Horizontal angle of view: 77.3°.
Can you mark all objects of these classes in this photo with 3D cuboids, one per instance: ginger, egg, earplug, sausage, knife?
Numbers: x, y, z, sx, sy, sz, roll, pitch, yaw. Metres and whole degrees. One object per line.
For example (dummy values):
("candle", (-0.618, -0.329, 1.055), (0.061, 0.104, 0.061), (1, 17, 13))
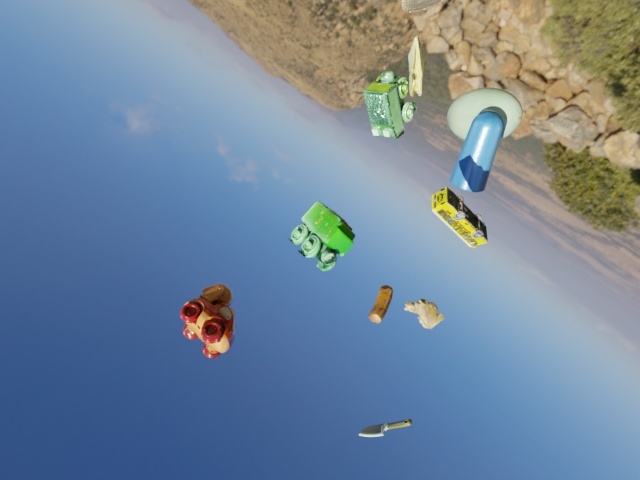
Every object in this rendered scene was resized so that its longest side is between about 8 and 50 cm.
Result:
("ginger", (0.575, 0.388, 2.206), (0.213, 0.137, 0.074), (43, -177, 3))
("egg", (0.621, -0.477, 1.530), (0.283, 0.202, 0.203), (23, -179, 44))
("earplug", (0.565, -0.323, 1.430), (0.133, 0.272, 0.132), (5, -147, -4))
("sausage", (0.396, 0.405, 2.581), (0.109, 0.109, 0.270), (34, -124, -8))
("knife", (0.274, 0.825, 1.755), (0.027, 0.343, 0.061), (44, -132, -5))

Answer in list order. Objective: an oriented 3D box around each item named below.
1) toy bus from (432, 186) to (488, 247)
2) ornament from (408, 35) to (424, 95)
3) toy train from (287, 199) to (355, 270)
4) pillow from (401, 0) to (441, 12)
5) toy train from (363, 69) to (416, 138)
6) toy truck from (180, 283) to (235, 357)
("toy bus", (0.430, -0.066, 1.225), (0.226, 0.074, 0.081), (35, -134, -30))
("ornament", (0.333, -0.615, 1.387), (0.180, 0.059, 0.201), (76, -160, -46))
("toy train", (0.006, -0.016, 1.405), (0.132, 0.188, 0.243), (40, -176, -38))
("pillow", (0.283, -0.706, 1.054), (0.211, 0.135, 0.034), (75, 177, -65))
("toy train", (0.296, -0.584, 1.728), (0.159, 0.188, 0.271), (23, 151, 39))
("toy truck", (-0.412, 0.301, 1.589), (0.265, 0.189, 0.239), (37, -129, 19))
